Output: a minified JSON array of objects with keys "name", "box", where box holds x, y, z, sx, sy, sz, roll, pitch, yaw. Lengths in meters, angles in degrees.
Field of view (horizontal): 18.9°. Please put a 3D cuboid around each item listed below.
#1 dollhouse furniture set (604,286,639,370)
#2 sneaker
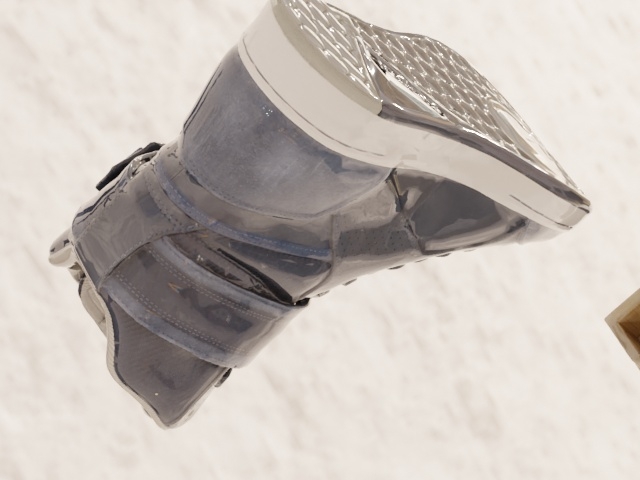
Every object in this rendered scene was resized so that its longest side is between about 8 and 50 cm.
[{"name":"dollhouse furniture set","box":[0.249,0.066,0.884,0.101,0.161,0.182,37,17,-39]},{"name":"sneaker","box":[-0.001,-0.001,0.739,0.226,0.163,0.086,15,33,-54]}]
